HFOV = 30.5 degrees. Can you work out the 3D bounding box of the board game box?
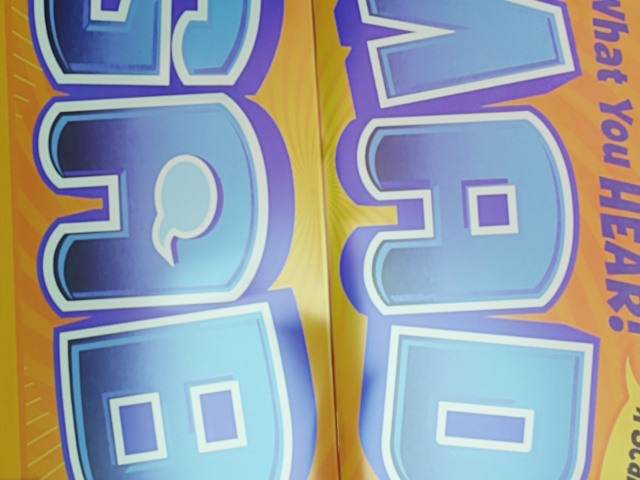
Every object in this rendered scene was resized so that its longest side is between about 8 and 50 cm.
[{"bbox_3d":[0.000,0.000,0.673,0.356,0.356,0.356,-3,85,-1],"label":"board game box"}]
